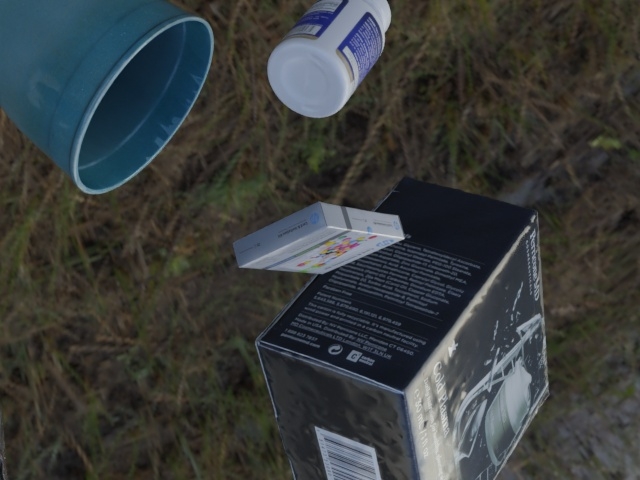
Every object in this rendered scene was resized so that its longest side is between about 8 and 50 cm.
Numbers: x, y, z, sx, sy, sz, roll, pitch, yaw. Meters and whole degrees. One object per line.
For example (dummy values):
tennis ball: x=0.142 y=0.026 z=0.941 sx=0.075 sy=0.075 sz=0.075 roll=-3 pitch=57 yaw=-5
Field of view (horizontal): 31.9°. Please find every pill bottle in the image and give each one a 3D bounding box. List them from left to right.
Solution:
pill bottle: x=0.019 y=-0.252 z=1.440 sx=0.187 sy=0.112 sz=0.112 roll=-56 pitch=156 yaw=-42

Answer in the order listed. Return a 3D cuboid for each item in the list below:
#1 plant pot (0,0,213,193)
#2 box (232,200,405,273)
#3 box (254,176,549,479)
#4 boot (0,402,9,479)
plant pot: x=-0.324 y=-0.243 z=1.468 sx=0.272 sy=0.255 sz=0.272 roll=-52 pitch=169 yaw=-14
box: x=0.000 y=0.000 z=1.452 sx=0.145 sy=0.038 sz=0.186 roll=-24 pitch=164 yaw=30
box: x=0.171 y=0.230 z=1.992 sx=0.472 sy=0.297 sz=0.480 roll=-49 pitch=141 yaw=-37
boot: x=-0.421 y=0.286 z=1.403 sx=0.091 sy=0.263 sz=0.229 roll=-12 pitch=127 yaw=-4
